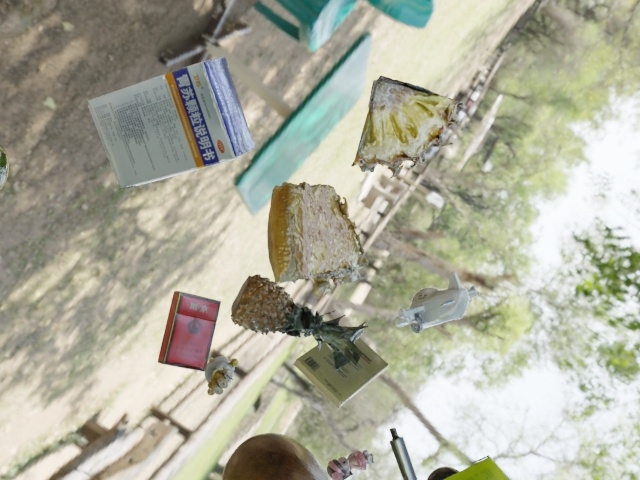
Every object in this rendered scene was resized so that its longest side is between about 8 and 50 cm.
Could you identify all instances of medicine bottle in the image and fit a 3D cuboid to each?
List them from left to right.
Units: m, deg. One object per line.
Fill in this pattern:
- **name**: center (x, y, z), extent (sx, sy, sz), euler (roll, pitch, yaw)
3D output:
- **medicine bottle**: center (0.323, 0.622, 1.674), extent (0.250, 0.141, 0.137), euler (-15, 132, -24)

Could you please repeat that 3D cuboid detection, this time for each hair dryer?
- **hair dryer**: center (0.333, 0.735, 2.299), extent (0.320, 0.155, 0.284), euler (15, 70, -51)

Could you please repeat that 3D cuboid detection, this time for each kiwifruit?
- **kiwifruit**: center (-0.087, 0.481, 1.424), extent (0.196, 0.234, 0.196), euler (-17, 123, -28)

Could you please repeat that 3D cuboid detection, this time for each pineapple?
- **pineapple**: center (-0.040, 0.168, 1.453), extent (0.130, 0.277, 0.119), euler (-62, -168, 20)
- **pineapple**: center (0.151, -0.229, 1.405), extent (0.236, 0.186, 0.114), euler (-34, -176, -3)

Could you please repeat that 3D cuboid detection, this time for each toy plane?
- **toy plane**: center (0.332, 0.181, 2.054), extent (0.266, 0.123, 0.267), euler (-19, 168, -4)

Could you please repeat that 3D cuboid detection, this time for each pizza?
- **pizza**: center (0.001, 0.000, 1.216), extent (0.297, 0.071, 0.189), euler (8, 74, -59)

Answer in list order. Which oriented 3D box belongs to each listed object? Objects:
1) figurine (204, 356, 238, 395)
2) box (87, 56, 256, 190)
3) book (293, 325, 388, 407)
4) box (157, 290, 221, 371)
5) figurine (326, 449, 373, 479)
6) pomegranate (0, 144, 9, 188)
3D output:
- **figurine**: center (-0.240, 0.323, 1.716), extent (0.101, 0.068, 0.143), euler (-46, -165, 25)
- **box**: center (-0.310, -0.241, 1.515), extent (0.106, 0.299, 0.200), euler (-45, 121, -62)
- **book**: center (0.055, 0.314, 1.852), extent (0.231, 0.161, 0.026), euler (-26, 151, -50)
- **box**: center (-0.428, 0.297, 2.384), extent (0.074, 0.153, 0.240), euler (-8, -112, 61)
- **figurine**: center (0.077, 0.584, 1.877), extent (0.129, 0.072, 0.054), euler (-10, 116, -25)
- **pomegranate**: center (-0.629, -0.132, 1.301), extent (0.115, 0.114, 0.142), euler (-61, 165, 19)
